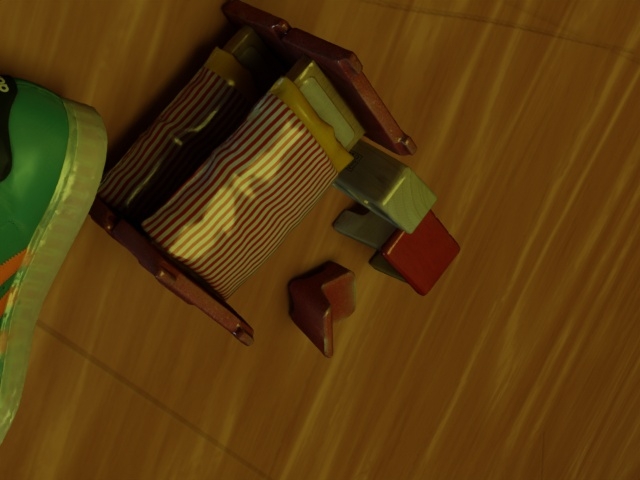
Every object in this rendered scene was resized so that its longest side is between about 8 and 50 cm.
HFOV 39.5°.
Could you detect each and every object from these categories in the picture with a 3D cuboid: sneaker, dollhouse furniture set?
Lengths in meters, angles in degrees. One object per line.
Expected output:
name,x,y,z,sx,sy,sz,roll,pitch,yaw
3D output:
sneaker,-0.252,0.034,0.583,0.121,0.108,0.302,17,96,-47
dollhouse furniture set,0.000,0.000,0.753,0.201,0.152,0.374,-51,139,-4
